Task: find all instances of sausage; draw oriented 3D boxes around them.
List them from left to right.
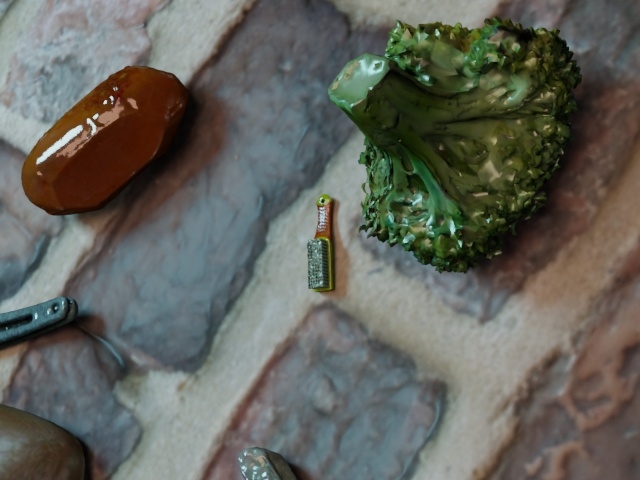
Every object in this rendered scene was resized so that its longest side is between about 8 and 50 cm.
[{"bbox_3d":[-0.195,-0.086,1.161,0.179,0.089,0.089,-43,60,9],"label":"sausage"}]

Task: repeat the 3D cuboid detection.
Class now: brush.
[{"bbox_3d":[0.000,0.000,1.065,0.018,0.021,0.083,-7,72,30],"label":"brush"}]

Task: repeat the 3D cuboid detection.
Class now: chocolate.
[{"bbox_3d":[-0.312,0.249,1.091,0.161,0.083,0.261,12,63,27],"label":"chocolate"}]

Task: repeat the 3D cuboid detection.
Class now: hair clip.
[{"bbox_3d":[-0.339,0.086,1.213,0.275,0.083,0.048,-13,65,18],"label":"hair clip"}]

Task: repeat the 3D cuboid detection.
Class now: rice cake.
[{"bbox_3d":[-0.001,0.239,0.985,0.036,0.047,0.207,-37,62,-2],"label":"rice cake"}]

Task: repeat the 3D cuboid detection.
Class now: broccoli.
[{"bbox_3d":[0.082,-0.085,0.945,0.219,0.194,0.194,-38,61,21],"label":"broccoli"}]
